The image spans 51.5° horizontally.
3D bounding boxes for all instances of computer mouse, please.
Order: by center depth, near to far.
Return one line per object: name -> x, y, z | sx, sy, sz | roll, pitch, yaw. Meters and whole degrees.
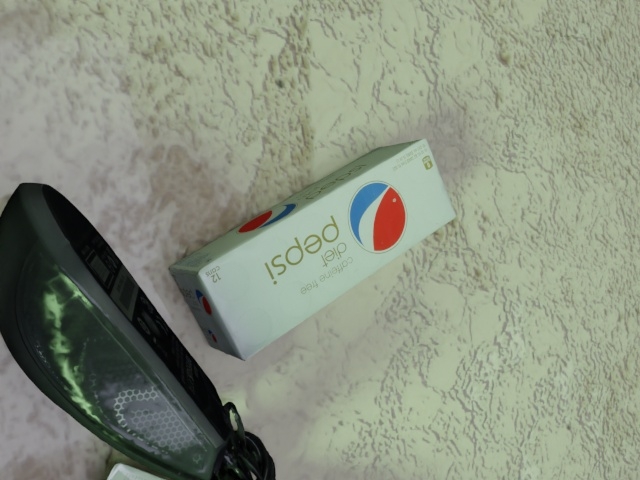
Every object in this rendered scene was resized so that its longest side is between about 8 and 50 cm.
computer mouse -> -0.117, 0.092, 0.405 | 0.072, 0.188, 0.272 | -35, 99, -5

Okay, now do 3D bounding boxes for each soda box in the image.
soda box -> 0.000, 0.000, 0.511 | 0.216, 0.069, 0.074 | -32, 106, -25

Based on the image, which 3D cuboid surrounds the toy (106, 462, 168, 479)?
toy -> -0.073, 0.259, 0.476 | 0.237, 0.056, 0.137 | 30, 79, -21
